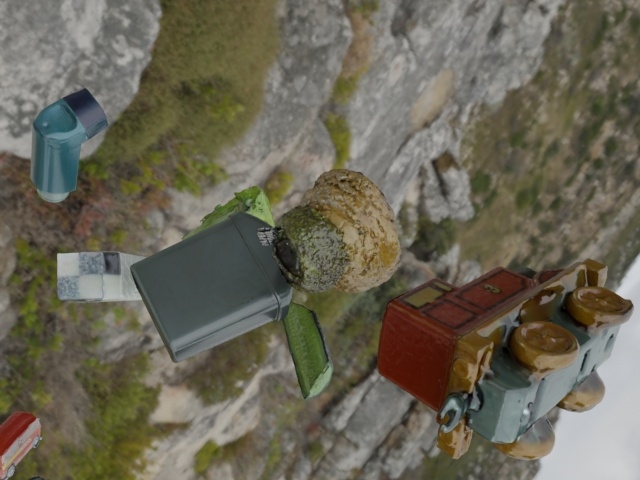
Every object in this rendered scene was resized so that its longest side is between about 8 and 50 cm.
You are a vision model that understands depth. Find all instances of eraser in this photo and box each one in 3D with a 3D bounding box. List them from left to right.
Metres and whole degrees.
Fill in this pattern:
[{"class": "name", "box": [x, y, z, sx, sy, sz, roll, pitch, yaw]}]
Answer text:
[{"class": "eraser", "box": [-0.414, 0.077, 1.542, 0.404, 0.097, 0.098, 36, 52, -84]}]

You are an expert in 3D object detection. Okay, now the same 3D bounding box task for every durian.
[{"class": "durian", "box": [-0.224, 0.031, 1.916, 0.256, 0.204, 0.339, -19, 119, -5]}]

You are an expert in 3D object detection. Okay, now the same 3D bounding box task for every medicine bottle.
[{"class": "medicine bottle", "box": [-0.477, -0.167, 1.385, 0.124, 0.079, 0.258, -32, 167, -36]}]

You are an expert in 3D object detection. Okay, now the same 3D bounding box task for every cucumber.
[{"class": "cucumber", "box": [-0.021, 0.170, 1.291, 0.070, 0.220, 0.046, -41, 136, 22]}]

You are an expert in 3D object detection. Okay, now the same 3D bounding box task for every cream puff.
[{"class": "cream puff", "box": [0.000, 0.000, 1.045, 0.169, 0.183, 0.183, -22, 149, -29]}]

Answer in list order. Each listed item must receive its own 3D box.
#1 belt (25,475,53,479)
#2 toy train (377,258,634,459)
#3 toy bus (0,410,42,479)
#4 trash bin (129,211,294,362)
[{"class": "belt", "box": [-0.492, 0.514, 1.253, 0.268, 0.116, 0.206, -24, -143, 44]}, {"class": "toy train", "box": [0.228, 0.131, 0.937, 0.369, 0.232, 0.163, -21, 129, -42]}, {"class": "toy bus", "box": [-0.676, 0.441, 1.617, 0.174, 0.079, 0.077, -62, 162, -65]}, {"class": "trash bin", "box": [-0.154, 0.066, 1.153, 0.236, 0.176, 0.101, -24, 161, -16]}]
